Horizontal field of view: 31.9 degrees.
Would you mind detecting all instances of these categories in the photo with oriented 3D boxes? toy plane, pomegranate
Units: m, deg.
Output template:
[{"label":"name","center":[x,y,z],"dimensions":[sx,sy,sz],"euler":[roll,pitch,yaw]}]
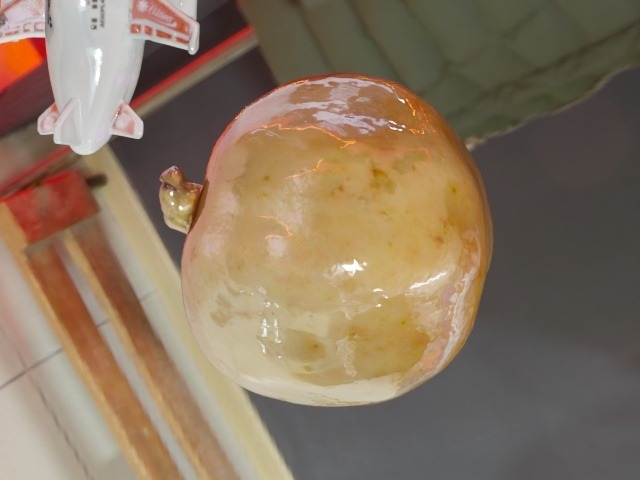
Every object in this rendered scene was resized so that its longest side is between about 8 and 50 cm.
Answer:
[{"label":"toy plane","center":[-0.242,-0.216,1.179],"dimensions":[0.252,0.252,0.118],"euler":[70,15,6]},{"label":"pomegranate","center":[0.000,0.000,1.310],"dimensions":[0.411,0.411,0.411],"euler":[28,50,-40]}]
